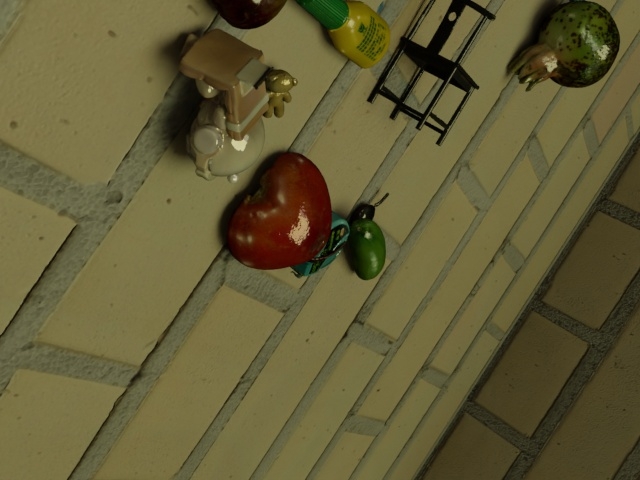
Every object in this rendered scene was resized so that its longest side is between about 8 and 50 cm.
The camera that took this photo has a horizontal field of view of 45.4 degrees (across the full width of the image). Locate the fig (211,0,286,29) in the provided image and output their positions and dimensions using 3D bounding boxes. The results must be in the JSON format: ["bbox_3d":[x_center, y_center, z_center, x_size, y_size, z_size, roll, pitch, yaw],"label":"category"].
[{"bbox_3d":[-0.085,-0.370,1.086,0.154,0.103,0.109,-42,170,-11],"label":"fig"}]

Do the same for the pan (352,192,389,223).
[{"bbox_3d":[0.111,-0.071,1.732,0.115,0.023,0.068,-46,148,-14],"label":"pan"}]

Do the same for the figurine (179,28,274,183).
[{"bbox_3d":[-0.150,-0.185,1.145,0.237,0.141,0.162,100,13,-51],"label":"figurine"}]

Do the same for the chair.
[{"bbox_3d":[0.234,-0.348,1.535,0.260,0.154,0.141,-58,151,7],"label":"chair"}]

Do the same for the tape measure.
[{"bbox_3d":[0.000,0.000,1.580,0.146,0.081,0.125,-26,141,-44],"label":"tape measure"}]

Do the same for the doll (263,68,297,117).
[{"bbox_3d":[-0.074,-0.241,1.275,0.061,0.051,0.093,-4,123,-21],"label":"doll"}]

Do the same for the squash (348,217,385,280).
[{"bbox_3d":[0.106,0.019,1.721,0.082,0.082,0.292,-50,162,-13],"label":"squash"}]

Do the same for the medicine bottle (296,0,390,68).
[{"bbox_3d":[0.040,-0.374,1.303,0.260,0.064,0.095,15,103,-60],"label":"medicine bottle"}]

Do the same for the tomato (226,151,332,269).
[{"bbox_3d":[-0.053,-0.035,1.412,0.233,0.139,0.200,-55,157,-5],"label":"tomato"}]

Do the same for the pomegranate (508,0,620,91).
[{"bbox_3d":[0.619,-0.493,1.962,0.204,0.276,0.222,-81,153,-51],"label":"pomegranate"}]

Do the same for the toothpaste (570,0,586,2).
[{"bbox_3d":[0.678,-0.683,1.987,0.057,0.035,0.197,-34,147,-9],"label":"toothpaste"}]
